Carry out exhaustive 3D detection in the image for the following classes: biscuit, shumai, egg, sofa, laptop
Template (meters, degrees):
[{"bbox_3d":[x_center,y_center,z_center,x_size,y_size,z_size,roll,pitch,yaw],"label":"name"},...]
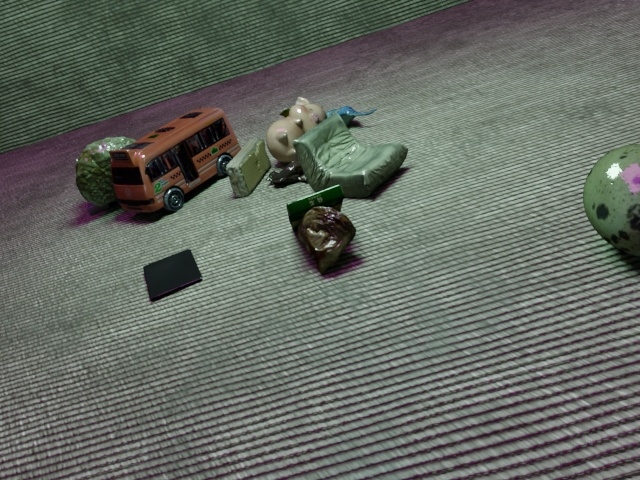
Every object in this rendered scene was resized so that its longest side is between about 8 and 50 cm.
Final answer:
[{"bbox_3d":[-0.222,-0.234,2.097,0.062,0.108,0.239,-7,28,19],"label":"biscuit"},{"bbox_3d":[-0.719,-0.268,2.258,0.261,0.225,0.222,-43,51,14],"label":"shumai"},{"bbox_3d":[0.551,-0.066,1.160,0.177,0.177,0.228,-11,38,17],"label":"egg"},{"bbox_3d":[0.008,-0.009,1.464,0.139,0.123,0.105,-42,12,20],"label":"shumai"},{"bbox_3d":[0.083,-0.234,1.811,0.225,0.176,0.210,6,35,42],"label":"sofa"},{"bbox_3d":[-0.372,0.084,1.683,0.135,0.016,0.197,-23,27,-10],"label":"laptop"}]

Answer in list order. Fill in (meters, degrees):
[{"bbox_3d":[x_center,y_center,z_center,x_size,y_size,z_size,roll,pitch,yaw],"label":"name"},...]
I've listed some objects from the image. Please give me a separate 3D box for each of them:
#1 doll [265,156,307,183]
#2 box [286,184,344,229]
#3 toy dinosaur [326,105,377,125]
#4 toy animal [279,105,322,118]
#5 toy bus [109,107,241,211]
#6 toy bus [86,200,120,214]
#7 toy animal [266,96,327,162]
[{"bbox_3d":[-0.083,-0.212,2.027,0.165,0.057,0.139,-8,30,32],"label":"doll"},{"bbox_3d":[-0.013,-0.074,1.593,0.132,0.034,0.235,-21,-6,-4],"label":"box"},{"bbox_3d":[0.063,-0.421,2.319,0.144,0.076,0.329,-27,16,-17],"label":"toy dinosaur"},{"bbox_3d":[-0.098,-0.443,2.429,0.219,0.095,0.155,-31,13,5],"label":"toy animal"},{"bbox_3d":[-0.471,-0.265,2.188,0.203,0.233,0.427,5,34,40],"label":"toy bus"},{"bbox_3d":[-0.746,-0.130,2.333,0.131,0.037,0.052,-20,28,0],"label":"toy bus"},{"bbox_3d":[-0.072,-0.351,2.182,0.154,0.166,0.250,-1,34,49],"label":"toy animal"}]
